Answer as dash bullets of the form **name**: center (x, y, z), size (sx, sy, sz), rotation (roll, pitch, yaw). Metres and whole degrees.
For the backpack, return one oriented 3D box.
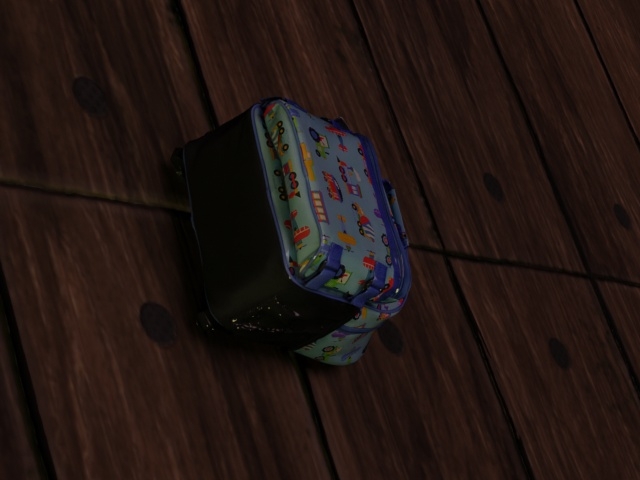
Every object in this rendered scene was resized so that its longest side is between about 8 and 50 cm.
- **backpack**: center (0.000, 0.000, 1.045), size (0.173, 0.117, 0.158), rotation (24, 45, -46)
